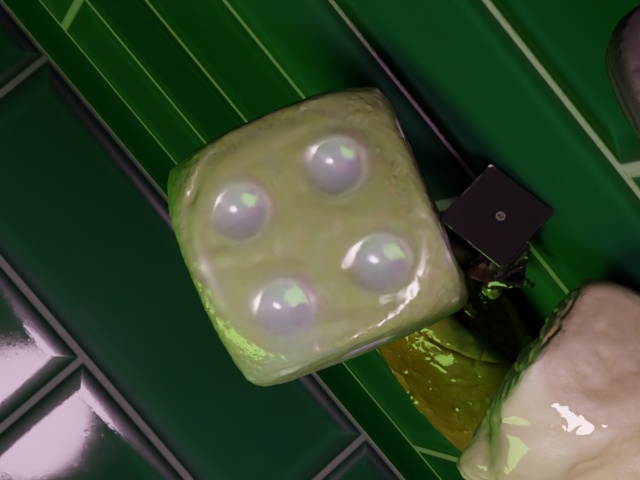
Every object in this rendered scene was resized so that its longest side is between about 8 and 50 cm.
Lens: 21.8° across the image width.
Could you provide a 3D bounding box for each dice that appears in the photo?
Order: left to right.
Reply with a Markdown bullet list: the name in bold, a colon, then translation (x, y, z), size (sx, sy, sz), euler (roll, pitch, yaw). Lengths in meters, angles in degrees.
- **dice**: translation (0.000, 0.000, 1.738), size (0.254, 0.252, 0.249), euler (35, -147, -81)

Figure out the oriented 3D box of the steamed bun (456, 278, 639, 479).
- **steamed bun**: translation (0.264, 0.183, 1.566), size (0.203, 0.276, 0.289), euler (35, 141, 11)

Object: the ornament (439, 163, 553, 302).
- **ornament**: translation (0.185, 0.017, 1.692), size (0.081, 0.088, 0.203), euler (39, 163, 24)

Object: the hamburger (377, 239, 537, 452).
- **hamburger**: translation (0.174, 0.126, 1.940), size (0.282, 0.155, 0.245), euler (41, 159, 15)

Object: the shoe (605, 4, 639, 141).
- **shoe**: translation (0.278, -0.032, 1.138), size (0.293, 0.109, 0.149), euler (46, 163, -8)
